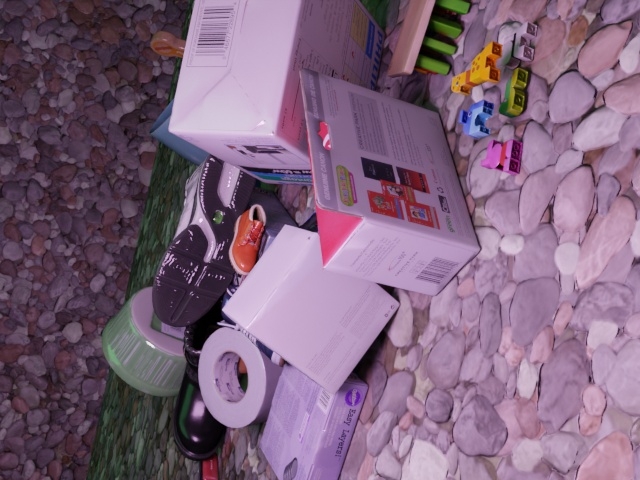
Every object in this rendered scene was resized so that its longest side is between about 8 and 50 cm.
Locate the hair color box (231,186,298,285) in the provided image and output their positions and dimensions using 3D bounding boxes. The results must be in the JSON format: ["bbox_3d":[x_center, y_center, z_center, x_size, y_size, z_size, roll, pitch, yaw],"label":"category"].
[{"bbox_3d":[-0.149,0.011,1.792,0.185,0.113,0.374,-69,24,16],"label":"hair color box"}]

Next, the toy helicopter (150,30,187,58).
[{"bbox_3d":[-0.315,-0.540,2.159,0.235,0.354,0.140,128,154,-67],"label":"toy helicopter"}]

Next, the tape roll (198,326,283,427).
[{"bbox_3d":[-0.171,0.295,1.628,0.219,0.072,0.219,0,90,42],"label":"tape roll"}]

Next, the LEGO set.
[{"bbox_3d":[0.241,-0.210,1.090,0.093,0.087,0.227,-11,67,64],"label":"LEGO set"}]

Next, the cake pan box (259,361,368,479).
[{"bbox_3d":[-0.021,0.329,1.395,0.245,0.070,0.267,30,104,63],"label":"cake pan box"}]

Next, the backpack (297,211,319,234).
[{"bbox_3d":[0.000,0.000,1.505,0.114,0.084,0.105,130,145,-54],"label":"backpack"}]

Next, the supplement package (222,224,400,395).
[{"bbox_3d":[-0.018,0.113,1.267,0.194,0.203,0.149,-53,23,-9],"label":"supplement package"}]

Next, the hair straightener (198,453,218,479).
[{"bbox_3d":[-0.302,0.554,1.911,0.089,0.047,0.230,-63,27,26],"label":"hair straightener"}]

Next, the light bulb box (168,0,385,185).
[{"bbox_3d":[-0.064,-0.312,1.418,0.225,0.361,0.358,7,81,26],"label":"light bulb box"}]

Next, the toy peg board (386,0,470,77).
[{"bbox_3d":[0.192,-0.362,1.320,0.160,0.079,0.161,-122,49,-79],"label":"toy peg board"}]

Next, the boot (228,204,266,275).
[{"bbox_3d":[-0.154,-0.003,1.606,0.084,0.059,0.158,-39,42,46],"label":"boot"}]

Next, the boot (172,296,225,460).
[{"bbox_3d":[-0.282,0.335,1.812,0.260,0.131,0.348,114,159,-56],"label":"boot"}]

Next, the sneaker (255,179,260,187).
[{"bbox_3d":[-0.222,-0.165,2.076,0.081,0.090,0.232,-52,34,43],"label":"sneaker"}]

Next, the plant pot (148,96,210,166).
[{"bbox_3d":[-0.293,-0.332,2.080,0.293,0.235,0.293,-42,22,20],"label":"plant pot"}]

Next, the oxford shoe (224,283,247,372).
[{"bbox_3d":[-0.193,0.206,1.728,0.076,0.076,0.212,41,-151,-72],"label":"oxford shoe"}]

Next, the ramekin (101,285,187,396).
[{"bbox_3d":[-0.438,0.269,2.074,0.148,0.303,0.303,-52,32,28],"label":"ramekin"}]

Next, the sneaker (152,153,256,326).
[{"bbox_3d":[-0.284,-0.014,1.818,0.448,0.169,0.257,-69,15,-2],"label":"sneaker"}]

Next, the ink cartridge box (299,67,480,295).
[{"bbox_3d":[0.074,-0.096,1.167,0.130,0.271,0.310,-53,32,41],"label":"ink cartridge box"}]

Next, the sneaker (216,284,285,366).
[{"bbox_3d":[-0.132,0.167,1.500,0.282,0.153,0.099,-106,34,-80],"label":"sneaker"}]
